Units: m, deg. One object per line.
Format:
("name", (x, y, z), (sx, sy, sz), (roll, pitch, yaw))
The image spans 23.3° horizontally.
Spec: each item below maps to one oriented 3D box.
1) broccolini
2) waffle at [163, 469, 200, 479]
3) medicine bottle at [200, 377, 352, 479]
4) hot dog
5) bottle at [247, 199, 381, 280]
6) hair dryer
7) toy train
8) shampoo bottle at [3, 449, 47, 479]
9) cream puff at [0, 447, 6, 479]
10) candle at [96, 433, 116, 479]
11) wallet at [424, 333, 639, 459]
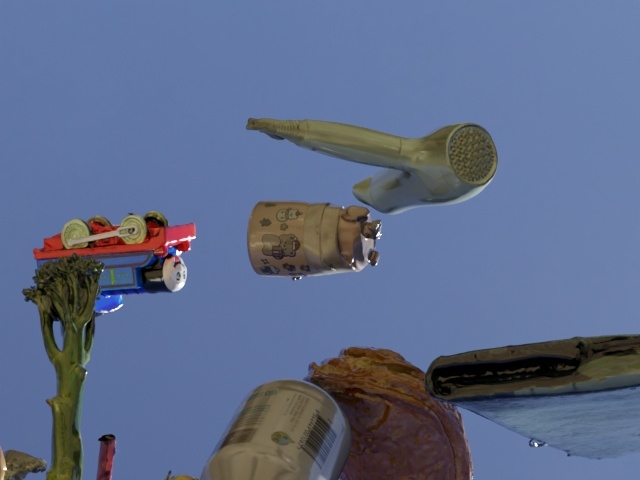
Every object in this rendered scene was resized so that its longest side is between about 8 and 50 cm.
("broccolini", (-0.207, 0.100, 1.225), (0.067, 0.058, 0.216), (-20, -135, 20))
("waffle", (-0.164, 0.390, 1.694), (0.060, 0.262, 0.280), (5, -107, 12))
("medicine bottle", (-0.055, 0.255, 1.646), (0.135, 0.135, 0.215), (2, -150, 19))
("hot dog", (0.082, 0.249, 1.854), (0.196, 0.272, 0.122), (1, -146, 45))
("bottle", (0.000, 0.000, 1.786), (0.152, 0.099, 0.099), (1, -144, 15))
("hair dryer", (0.027, -0.080, 1.507), (0.237, 0.075, 0.206), (14, 164, -24))
("toy train", (-0.263, 0.031, 1.999), (0.204, 0.131, 0.083), (-5, -178, 25))
("shampoo bottle", (-0.324, 0.284, 1.451), (0.064, 0.057, 0.207), (14, -129, 14))
("cream puff", (-0.356, 0.169, 1.002), (0.327, 0.231, 0.343), (-17, -115, -44))
("candle", (-0.258, 0.302, 1.844), (0.021, 0.167, 0.026), (13, -153, 8))
("wallet", (0.229, 0.121, 1.163), (0.191, 0.379, 0.046), (-13, -107, 23))
